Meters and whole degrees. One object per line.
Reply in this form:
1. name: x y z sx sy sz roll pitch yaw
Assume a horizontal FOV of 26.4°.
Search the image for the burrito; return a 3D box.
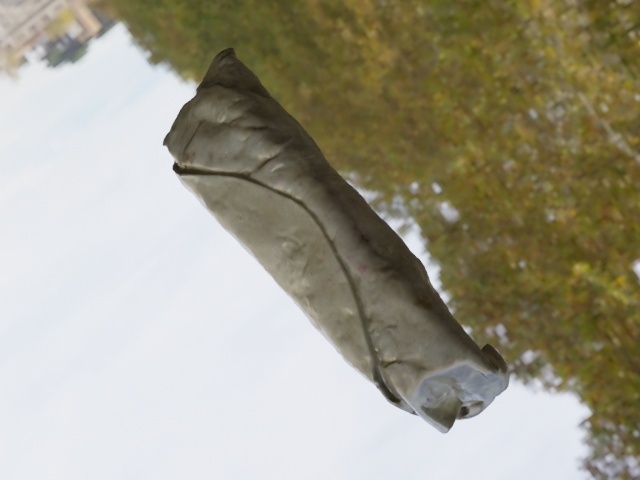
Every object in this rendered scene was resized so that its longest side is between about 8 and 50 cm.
1. burrito: 0.000 0.000 0.765 0.059 0.275 0.082 -11 140 -45
